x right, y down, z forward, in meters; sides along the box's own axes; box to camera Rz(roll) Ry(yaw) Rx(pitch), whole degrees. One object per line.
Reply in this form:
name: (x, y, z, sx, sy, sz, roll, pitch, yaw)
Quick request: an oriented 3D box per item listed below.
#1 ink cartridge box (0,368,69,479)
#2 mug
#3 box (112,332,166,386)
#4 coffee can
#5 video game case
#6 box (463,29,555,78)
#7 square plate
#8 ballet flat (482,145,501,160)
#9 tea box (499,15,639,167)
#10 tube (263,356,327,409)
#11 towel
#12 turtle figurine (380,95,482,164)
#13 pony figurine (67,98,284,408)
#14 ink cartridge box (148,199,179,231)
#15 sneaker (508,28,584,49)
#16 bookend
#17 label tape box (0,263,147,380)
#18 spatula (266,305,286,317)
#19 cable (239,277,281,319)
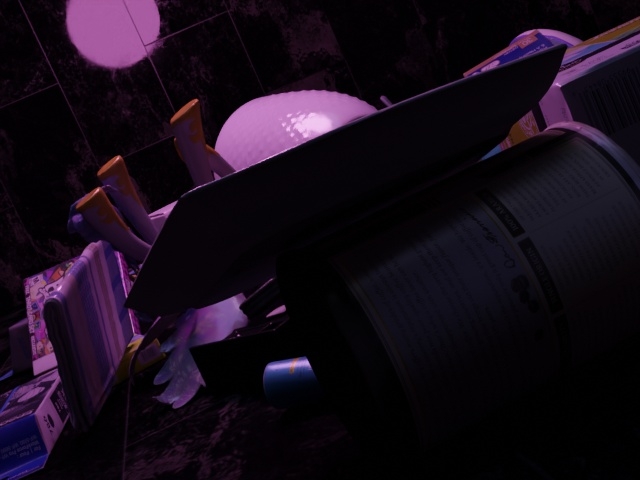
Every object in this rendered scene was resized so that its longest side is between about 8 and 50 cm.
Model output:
ink cartridge box: (-0.458, 0.280, 1.344, 0.166, 0.065, 0.333, -24, 10, -4)
mug: (-0.030, -0.107, 1.733, 0.328, 0.276, 0.374, 5, 60, 56)
box: (-0.342, 0.200, 1.563, 0.109, 0.042, 0.178, -28, 11, -26)
coffee can: (0.129, 0.044, 0.778, 0.275, 0.201, 0.201, -26, 10, -13)
video game case: (-0.461, 0.133, 1.778, 0.210, 0.042, 0.232, -22, 54, 4)
box: (0.319, -0.228, 1.391, 0.136, 0.036, 0.225, -31, 39, 6)
square plate: (0.009, -0.031, 0.815, 0.344, 0.049, 0.347, -25, -7, -23)
ballet flat: (0.152, -0.050, 1.539, 0.409, 0.146, 0.147, -17, 10, 10)
tea box: (0.415, -0.156, 1.130, 0.329, 0.219, 0.323, -24, 9, -3)
tube: (0.042, 0.137, 0.973, 0.207, 0.052, 0.080, -14, 24, 22)
towel: (-0.337, 0.121, 1.361, 0.034, 0.209, 0.285, -6, 21, 4)
turtle figurine: (0.142, -0.001, 1.044, 0.197, 0.275, 0.266, -57, 8, 12)
pony figurine: (-0.185, 0.037, 1.333, 0.351, 0.363, 0.303, -45, 23, -16)
ink cartridge box: (-0.195, -0.017, 1.911, 0.278, 0.201, 0.117, -30, 11, -32)
sneaker: (0.346, -0.204, 1.443, 0.236, 0.130, 0.323, -25, 54, -26)
bookend: (-0.054, 0.124, 1.184, 0.156, 0.072, 0.157, -16, 12, 40)
label tape box: (-0.539, 0.176, 1.989, 0.334, 0.105, 0.240, -20, 10, 23)
spatula: (0.044, 0.058, 1.476, 0.242, 0.019, 0.168, -19, 10, 30)
cable: (0.000, 0.000, 1.262, 0.287, 0.072, 0.139, -33, 3, -7)
